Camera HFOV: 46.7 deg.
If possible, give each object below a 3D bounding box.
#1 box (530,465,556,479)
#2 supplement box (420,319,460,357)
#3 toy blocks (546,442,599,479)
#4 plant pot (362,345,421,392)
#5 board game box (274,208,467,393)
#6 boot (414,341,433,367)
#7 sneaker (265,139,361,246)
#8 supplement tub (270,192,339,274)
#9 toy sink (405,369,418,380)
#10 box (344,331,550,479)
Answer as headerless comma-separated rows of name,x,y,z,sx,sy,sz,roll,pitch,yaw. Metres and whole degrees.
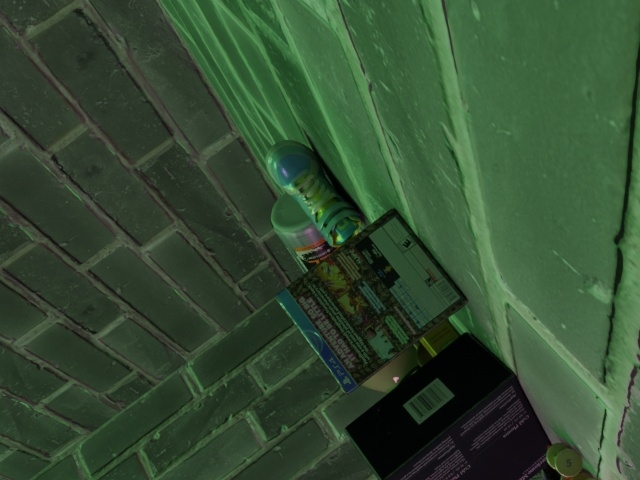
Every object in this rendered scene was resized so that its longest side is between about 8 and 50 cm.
box,0.556,0.613,1.811,0.207,0.036,0.114,56,-157,-31
supplement box,0.297,0.250,1.758,0.233,0.078,0.080,52,172,18
toy blocks,0.487,0.451,1.464,0.123,0.054,0.148,53,176,4
plant pot,0.208,0.347,2.236,0.191,0.284,0.284,44,172,26
board game box,0.098,0.124,1.464,0.232,0.291,0.141,53,176,12
boot,0.334,0.350,1.988,0.203,0.095,0.262,56,-179,-15
sneaker,0.000,-0.106,1.839,0.319,0.127,0.208,44,-175,-44
supplement tub,0.000,0.000,2.197,0.193,0.193,0.316,49,174,48
toy sink,0.301,0.455,2.147,0.234,0.153,0.131,-8,-127,-52
box,0.283,0.435,1.591,0.312,0.343,0.179,57,173,-33
